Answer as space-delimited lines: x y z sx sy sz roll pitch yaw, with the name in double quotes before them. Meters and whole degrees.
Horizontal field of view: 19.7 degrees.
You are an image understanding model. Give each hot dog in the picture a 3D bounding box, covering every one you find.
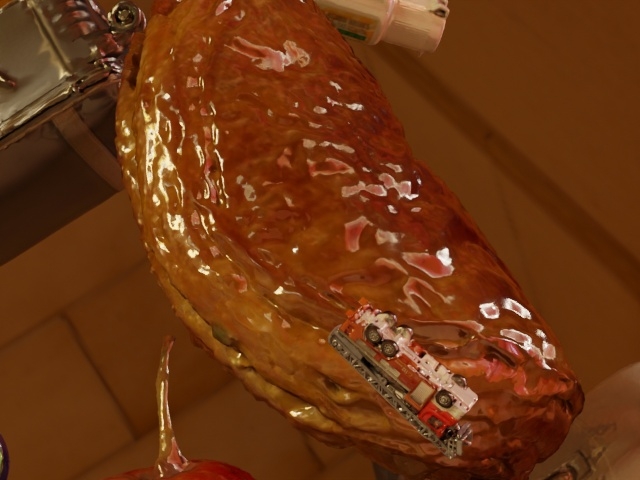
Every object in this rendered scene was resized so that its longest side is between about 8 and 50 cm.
"hot dog" 0.000 0.000 1.150 0.174 0.388 0.267 -36 152 5

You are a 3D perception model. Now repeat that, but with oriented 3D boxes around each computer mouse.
"computer mouse" 0.197 0.147 1.284 0.181 0.089 0.056 -32 161 -9

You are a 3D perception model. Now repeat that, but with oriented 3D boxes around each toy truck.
"toy truck" 0.041 0.064 0.851 0.032 0.083 0.024 -52 174 30

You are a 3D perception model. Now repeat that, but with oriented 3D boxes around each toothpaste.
"toothpaste" -0.060 -0.198 1.371 0.314 0.056 0.058 16 123 -9

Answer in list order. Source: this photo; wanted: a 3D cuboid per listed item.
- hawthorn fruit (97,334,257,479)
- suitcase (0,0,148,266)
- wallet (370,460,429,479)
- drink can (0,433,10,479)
"hawthorn fruit" -0.071 0.160 0.877 0.162 0.162 0.204 -8 106 -28
"suitcase" -0.350 -0.099 1.972 0.434 0.194 0.283 -31 164 1
"wallet" 0.103 0.309 1.927 0.051 0.197 0.378 -8 113 9
"drink can" -0.405 0.252 2.008 0.118 0.118 0.205 -20 173 -20
